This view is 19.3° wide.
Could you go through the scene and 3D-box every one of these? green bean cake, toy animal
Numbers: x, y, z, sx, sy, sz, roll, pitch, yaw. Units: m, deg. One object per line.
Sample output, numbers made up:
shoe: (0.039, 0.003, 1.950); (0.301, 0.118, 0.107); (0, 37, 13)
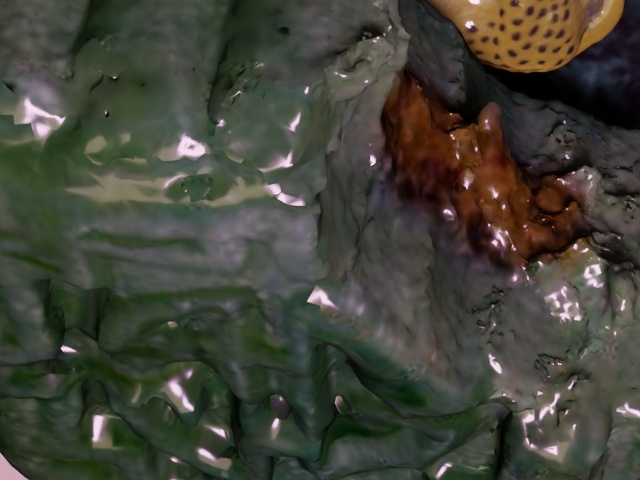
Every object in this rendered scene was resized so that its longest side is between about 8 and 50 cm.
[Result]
green bean cake: (0.000, 0.000, 0.762); (0.300, 0.169, 0.308); (5, 146, 7)
toy animal: (0.062, -0.109, 0.800); (0.181, 0.073, 0.136); (0, 134, 1)
